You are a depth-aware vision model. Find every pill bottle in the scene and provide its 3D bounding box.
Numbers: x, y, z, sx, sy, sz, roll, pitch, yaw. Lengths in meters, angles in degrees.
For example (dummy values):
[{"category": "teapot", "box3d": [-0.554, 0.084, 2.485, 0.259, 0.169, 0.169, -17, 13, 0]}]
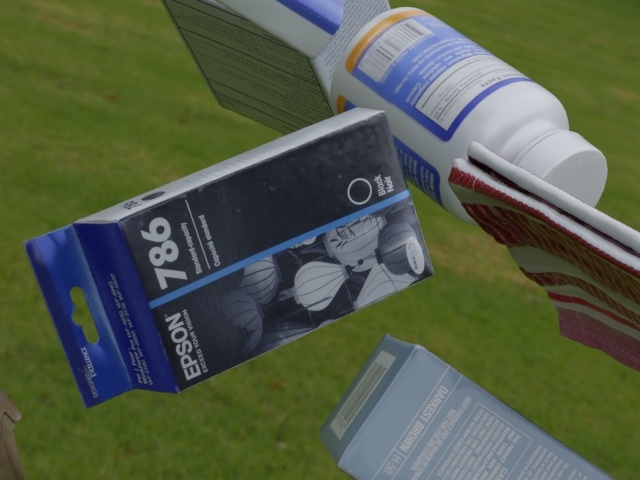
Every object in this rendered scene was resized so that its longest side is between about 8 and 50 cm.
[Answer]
[{"category": "pill bottle", "box3d": [0.146, -0.108, 1.316, 0.152, 0.152, 0.272, -5, 36, -43]}]

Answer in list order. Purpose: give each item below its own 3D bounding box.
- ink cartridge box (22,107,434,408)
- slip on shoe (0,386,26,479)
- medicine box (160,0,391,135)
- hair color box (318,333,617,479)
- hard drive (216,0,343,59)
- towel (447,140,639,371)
[{"category": "ink cartridge box", "box3d": [-0.072, 0.017, 1.158, 0.333, 0.165, 0.065, -24, 18, -18]}, {"category": "slip on shoe", "box3d": [-0.230, 0.120, 0.928, 0.041, 0.135, 0.051, -14, 28, -26]}, {"category": "medicine box", "box3d": [-0.041, -0.266, 1.750, 0.263, 0.149, 0.289, 26, -19, 30]}, {"category": "hair color box", "box3d": [0.186, 0.225, 1.060, 0.374, 0.113, 0.185, 35, -3, -3]}, {"category": "hard drive", "box3d": [-0.126, -0.261, 0.874, 0.319, 0.040, 0.210, 29, 32, -22]}, {"category": "towel", "box3d": [0.222, 0.060, 0.878, 0.237, 0.037, 0.329, 33, -5, 31]}]
